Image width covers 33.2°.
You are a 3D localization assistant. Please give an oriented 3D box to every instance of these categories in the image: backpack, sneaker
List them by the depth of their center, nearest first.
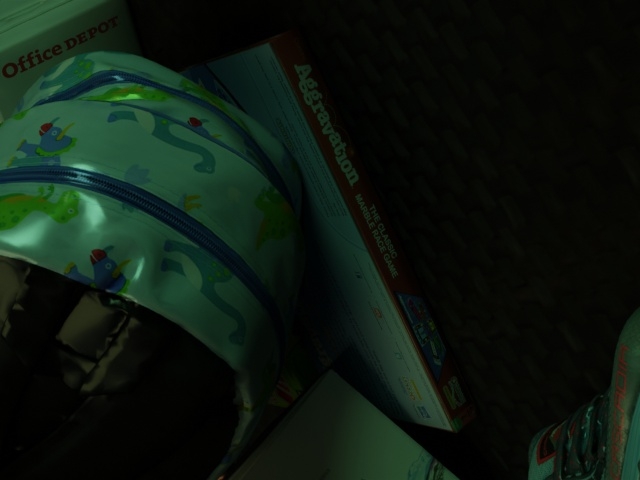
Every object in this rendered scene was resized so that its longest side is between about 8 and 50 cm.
[{"bbox_3d":[0.151,0.127,0.550,0.125,0.104,0.262,31,143,42],"label":"sneaker"},{"bbox_3d":[-0.154,0.050,0.697,0.290,0.273,0.355,31,157,-7],"label":"backpack"}]

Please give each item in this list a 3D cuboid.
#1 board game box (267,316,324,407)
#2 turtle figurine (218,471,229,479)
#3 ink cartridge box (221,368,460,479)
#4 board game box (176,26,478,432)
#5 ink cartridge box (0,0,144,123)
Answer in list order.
[{"bbox_3d":[-0.051,0.045,0.840,0.092,0.043,0.181,-2,118,57],"label":"board game box"},{"bbox_3d":[-0.183,0.210,1.133,0.217,0.087,0.270,15,136,34],"label":"turtle figurine"},{"bbox_3d":[0.021,0.242,0.758,0.232,0.168,0.171,40,151,2],"label":"ink cartridge box"},{"bbox_3d":[0.000,0.000,0.731,0.145,0.027,0.281,-2,118,56],"label":"board game box"},{"bbox_3d":[-0.214,-0.105,0.847,0.127,0.128,0.176,27,140,42],"label":"ink cartridge box"}]
